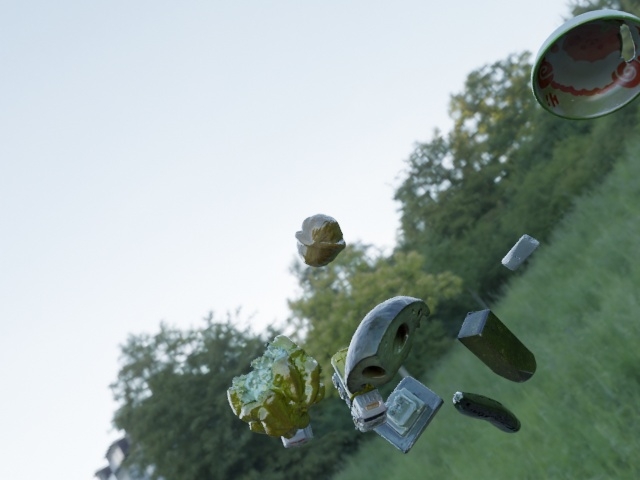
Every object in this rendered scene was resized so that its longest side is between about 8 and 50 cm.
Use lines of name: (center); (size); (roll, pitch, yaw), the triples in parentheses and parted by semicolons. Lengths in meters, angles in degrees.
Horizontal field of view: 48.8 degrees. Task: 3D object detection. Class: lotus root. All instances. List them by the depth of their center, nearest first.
lotus root: (0.158, 0.256, 1.910); (0.210, 0.142, 0.314); (-16, 28, 33)

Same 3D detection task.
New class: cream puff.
cream puff: (-0.082, 0.338, 1.524); (0.221, 0.194, 0.194); (-51, -24, 10)

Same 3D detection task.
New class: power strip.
power strip: (0.241, 0.501, 2.087); (0.064, 0.213, 0.198); (40, -99, -27)

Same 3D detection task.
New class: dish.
dish: (0.716, -0.484, 1.875); (0.324, 0.124, 0.324); (0, -42, 0)

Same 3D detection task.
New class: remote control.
remote control: (0.559, 0.039, 1.980); (0.027, 0.050, 0.184); (-55, -9, -25)

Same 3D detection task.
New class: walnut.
walnut: (0.000, 0.000, 2.010); (0.166, 0.149, 0.167); (15, -90, -78)

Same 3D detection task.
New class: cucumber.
cucumber: (0.342, 0.350, 1.445); (0.056, 0.056, 0.284); (-42, -44, 16)

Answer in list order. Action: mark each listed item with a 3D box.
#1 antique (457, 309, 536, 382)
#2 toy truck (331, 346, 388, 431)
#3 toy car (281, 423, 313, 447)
antique: (0.450, 0.274, 1.764); (0.081, 0.221, 0.080); (-19, 33, 53)
toy truck: (0.106, 0.419, 1.996); (0.098, 0.227, 0.114); (-18, -40, -15)
toy car: (-0.085, 0.436, 1.848); (0.089, 0.210, 0.108); (-17, -16, -1)
